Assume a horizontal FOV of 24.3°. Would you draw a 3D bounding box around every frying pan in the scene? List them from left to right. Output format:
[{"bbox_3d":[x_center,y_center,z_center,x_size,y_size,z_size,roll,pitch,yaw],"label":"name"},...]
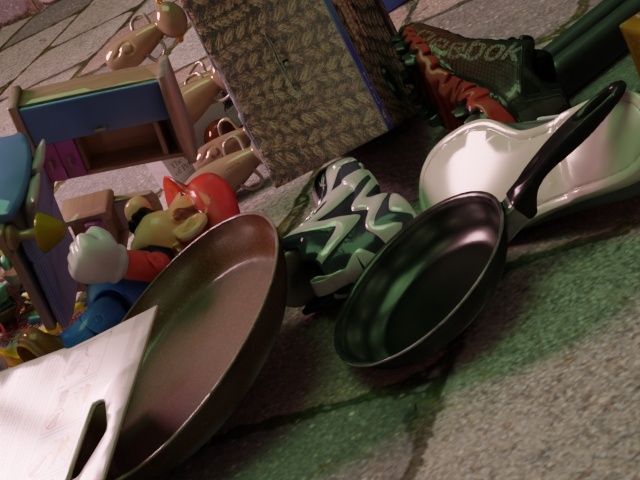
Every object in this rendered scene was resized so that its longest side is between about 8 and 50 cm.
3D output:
[{"bbox_3d":[0.133,-0.010,1.318,0.326,0.053,0.197,-50,22,-8],"label":"frying pan"}]

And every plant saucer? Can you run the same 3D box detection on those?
[{"bbox_3d":[-0.130,0.111,1.412,0.310,0.050,0.311,-40,26,24],"label":"plant saucer"}]

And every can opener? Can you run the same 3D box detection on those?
[{"bbox_3d":[0.336,-0.266,1.629,0.280,0.093,0.074,-42,23,-10],"label":"can opener"}]

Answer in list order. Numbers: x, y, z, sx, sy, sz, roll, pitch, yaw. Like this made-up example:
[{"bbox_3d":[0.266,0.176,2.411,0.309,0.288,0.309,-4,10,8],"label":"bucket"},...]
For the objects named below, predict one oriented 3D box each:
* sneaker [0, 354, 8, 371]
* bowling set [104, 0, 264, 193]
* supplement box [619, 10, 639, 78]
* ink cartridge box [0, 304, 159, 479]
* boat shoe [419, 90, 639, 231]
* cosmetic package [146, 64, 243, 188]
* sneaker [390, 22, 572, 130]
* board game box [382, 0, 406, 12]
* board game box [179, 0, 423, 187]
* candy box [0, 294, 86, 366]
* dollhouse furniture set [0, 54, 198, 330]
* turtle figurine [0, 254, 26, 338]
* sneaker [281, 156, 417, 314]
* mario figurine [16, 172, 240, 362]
[{"bbox_3d":[-0.474,0.153,1.819,0.295,0.104,0.147,-24,28,33],"label":"sneaker"},{"bbox_3d":[-0.136,-0.184,1.977,0.154,0.287,0.200,-34,-9,21],"label":"bowling set"},{"bbox_3d":[0.375,-0.179,1.389,0.078,0.080,0.233,-34,19,-9],"label":"supplement box"},{"bbox_3d":[-0.258,0.221,1.347,0.261,0.066,0.296,-22,36,29],"label":"ink cartridge box"},{"bbox_3d":[0.217,-0.063,1.379,0.099,0.116,0.319,6,-13,-35],"label":"boat shoe"},{"bbox_3d":[-0.155,-0.182,2.114,0.239,0.099,0.060,-44,23,-25],"label":"cosmetic package"},{"bbox_3d":[0.174,-0.170,1.584,0.135,0.098,0.276,-28,37,-8],"label":"sneaker"},{"bbox_3d":[0.171,-0.528,2.224,0.347,0.233,0.078,-32,21,2],"label":"board game box"},{"bbox_3d":[-0.007,-0.211,1.678,0.141,0.232,0.291,-26,4,17],"label":"board game box"},{"bbox_3d":[-0.375,0.114,1.877,0.105,0.027,0.206,-46,24,-24],"label":"candy box"},{"bbox_3d":[-0.249,-0.020,1.744,0.198,0.286,0.303,-10,41,8],"label":"dollhouse furniture set"},{"bbox_3d":[-0.418,0.058,1.862,0.175,0.118,0.234,-3,17,28],"label":"turtle figurine"},{"bbox_3d":[0.000,0.000,1.500,0.153,0.094,0.235,-28,30,-11],"label":"sneaker"},{"bbox_3d":[-0.220,0.033,1.645,0.320,0.170,0.198,-47,23,-28],"label":"mario figurine"}]
